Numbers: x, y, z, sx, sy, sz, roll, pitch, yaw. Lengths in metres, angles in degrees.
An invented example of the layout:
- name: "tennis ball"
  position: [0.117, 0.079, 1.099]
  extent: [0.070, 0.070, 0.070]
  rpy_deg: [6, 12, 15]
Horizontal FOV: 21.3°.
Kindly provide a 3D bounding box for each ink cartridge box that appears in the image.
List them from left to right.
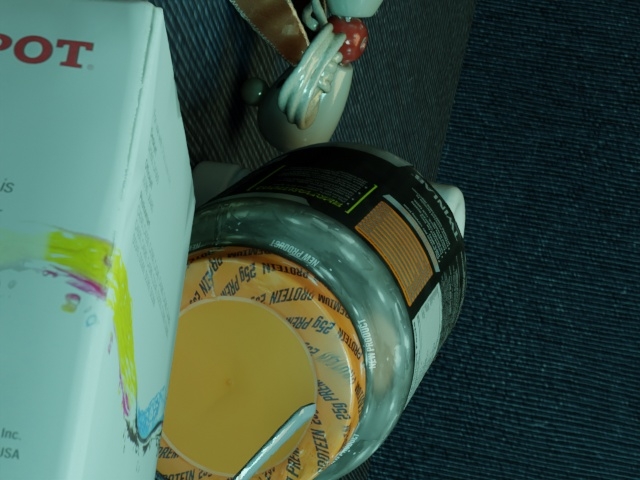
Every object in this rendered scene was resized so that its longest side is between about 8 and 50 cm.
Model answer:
- name: "ink cartridge box"
  position: [-0.168, 0.057, 0.670]
  extent: [0.197, 0.198, 0.270]
  rpy_deg: [87, 10, -68]

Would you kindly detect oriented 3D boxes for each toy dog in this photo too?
- name: "toy dog"
  position: [-0.010, -0.255, 1.496]
  extent: [0.333, 0.161, 0.220]
  rpy_deg: [-64, 170, -3]

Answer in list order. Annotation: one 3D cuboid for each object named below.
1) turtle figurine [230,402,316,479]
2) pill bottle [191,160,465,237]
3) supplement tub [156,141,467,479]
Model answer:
- name: "turtle figurine"
  position: [-0.182, 0.180, 0.840]
  extent: [0.266, 0.198, 0.274]
  rpy_deg: [-31, 150, -57]
- name: "pill bottle"
  position: [0.000, 0.000, 1.451]
  extent: [0.131, 0.229, 0.131]
  rpy_deg: [10, 90, -78]
- name: "supplement tub"
  position: [-0.018, 0.053, 1.219]
  extent: [0.338, 0.207, 0.207]
  rpy_deg: [-41, 140, -71]
